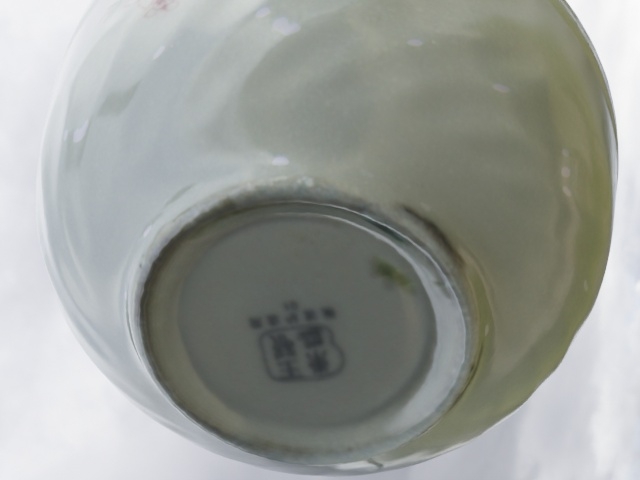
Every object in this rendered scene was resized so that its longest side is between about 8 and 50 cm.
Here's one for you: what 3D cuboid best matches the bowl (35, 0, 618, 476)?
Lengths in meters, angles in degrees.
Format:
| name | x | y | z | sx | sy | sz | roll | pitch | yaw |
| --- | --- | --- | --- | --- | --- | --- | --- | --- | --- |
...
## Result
| name | x | y | z | sx | sy | sz | roll | pitch | yaw |
| --- | --- | --- | --- | --- | --- | --- | --- | --- | --- |
| bowl | 0.000 | 0.000 | 0.463 | 0.145 | 0.277 | 0.277 | -81 | -10 | -59 |
